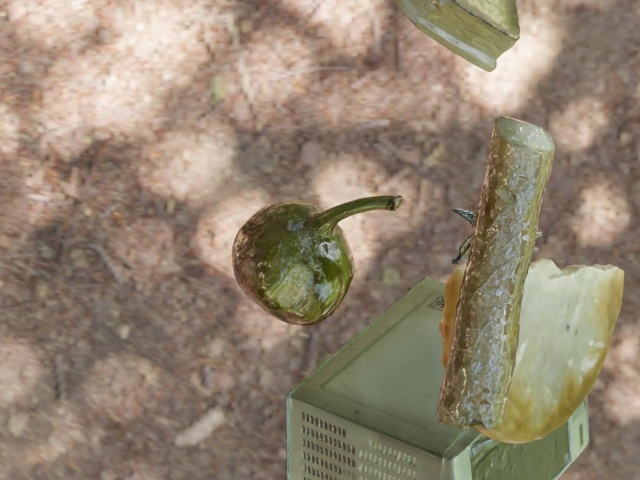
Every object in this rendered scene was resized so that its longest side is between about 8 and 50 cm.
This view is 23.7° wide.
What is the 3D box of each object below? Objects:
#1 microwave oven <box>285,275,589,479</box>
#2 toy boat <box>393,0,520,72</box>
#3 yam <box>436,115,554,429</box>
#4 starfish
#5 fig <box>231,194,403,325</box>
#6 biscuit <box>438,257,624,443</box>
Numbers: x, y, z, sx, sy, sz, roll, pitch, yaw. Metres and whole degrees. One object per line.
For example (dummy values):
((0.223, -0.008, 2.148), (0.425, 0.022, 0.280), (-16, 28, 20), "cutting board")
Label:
((0.181, 0.276, 2.237), (0.394, 0.333, 0.247), (-36, 133, -46), "microwave oven")
((0.152, -0.288, 1.779), (0.188, 0.061, 0.116), (27, 46, -31), "toy boat")
((0.159, 0.033, 1.388), (0.066, 0.066, 0.300), (-5, 114, -32), "yam")
((0.237, -0.012, 2.200), (0.133, 0.130, 0.041), (41, 33, -16), "starfish")
((0.000, 0.000, 1.719), (0.149, 0.245, 0.149), (16, 56, -26), "fig")
((0.221, 0.116, 1.640), (0.309, 0.040, 0.205), (1, 98, -47), "biscuit")
